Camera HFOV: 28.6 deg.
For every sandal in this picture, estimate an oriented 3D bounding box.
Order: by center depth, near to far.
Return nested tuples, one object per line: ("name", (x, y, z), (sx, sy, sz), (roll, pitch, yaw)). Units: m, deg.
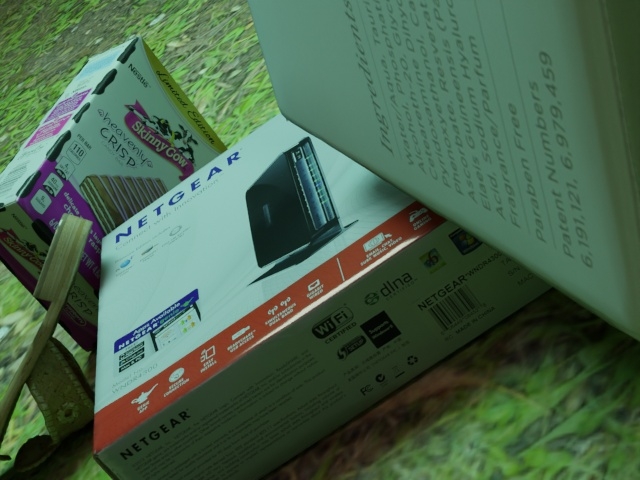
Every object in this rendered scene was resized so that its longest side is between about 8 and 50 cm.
("sandal", (-0.194, 0.104, 0.950), (0.088, 0.079, 0.240), (-143, 71, -81))

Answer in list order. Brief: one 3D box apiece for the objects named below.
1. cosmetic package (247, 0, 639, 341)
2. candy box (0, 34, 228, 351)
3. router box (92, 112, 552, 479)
("cosmetic package", (0.151, -0.214, 0.621), (0.329, 0.327, 0.394), (-25, 27, -16))
("candy box", (-0.178, -0.044, 1.082), (0.071, 0.159, 0.233), (-17, 34, 35))
("router box", (0.000, 0.000, 0.867), (0.335, 0.082, 0.301), (-35, 26, 8))
